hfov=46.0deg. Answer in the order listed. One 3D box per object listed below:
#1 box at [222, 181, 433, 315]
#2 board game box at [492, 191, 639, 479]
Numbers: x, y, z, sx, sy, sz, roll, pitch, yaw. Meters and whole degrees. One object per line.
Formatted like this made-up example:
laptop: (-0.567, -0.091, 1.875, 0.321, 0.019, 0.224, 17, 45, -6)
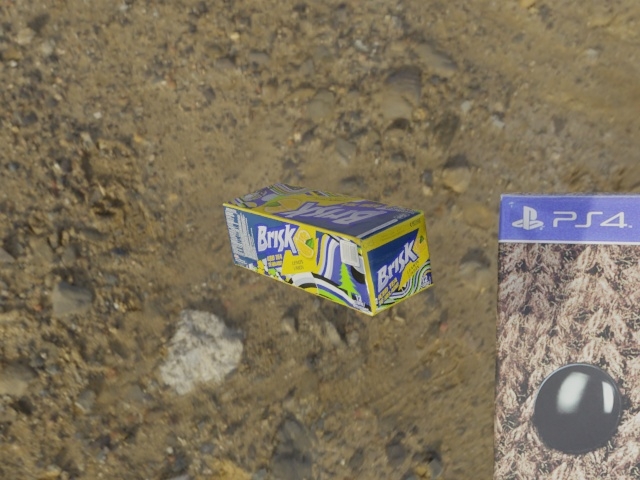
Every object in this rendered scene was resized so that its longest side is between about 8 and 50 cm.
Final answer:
box: (0.000, 0.000, 0.539, 0.059, 0.054, 0.169, -24, 24, -32)
board game box: (0.227, 0.122, 0.445, 0.232, 0.141, 0.291, 0, 87, 21)
